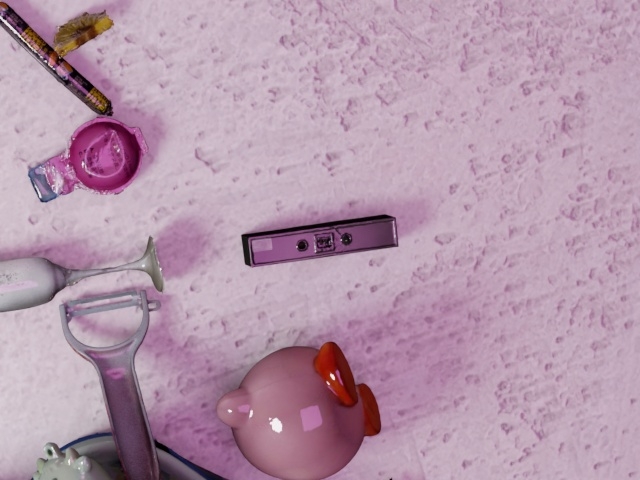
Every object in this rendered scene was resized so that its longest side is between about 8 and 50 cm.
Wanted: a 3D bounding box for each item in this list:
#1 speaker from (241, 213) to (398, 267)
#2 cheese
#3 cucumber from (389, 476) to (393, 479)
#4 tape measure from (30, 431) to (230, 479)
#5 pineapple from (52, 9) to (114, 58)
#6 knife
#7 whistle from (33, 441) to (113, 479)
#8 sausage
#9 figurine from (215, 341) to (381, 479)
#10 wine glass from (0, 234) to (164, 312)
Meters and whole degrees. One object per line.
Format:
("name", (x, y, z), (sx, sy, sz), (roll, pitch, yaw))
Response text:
("speaker", (0.000, 0.000, 1.935), (0.191, 0.046, 0.040), (-8, 96, -14))
("cheese", (-0.277, -0.092, 1.857), (0.145, 0.038, 0.095), (-24, 99, -5))
("cucumber", (0.034, 0.369, 1.978), (0.181, 0.053, 0.053), (-33, 102, -11))
("tape measure", (-0.239, 0.359, 1.860), (0.262, 0.138, 0.259), (37, 84, -15))
("pineapple", (-0.287, -0.247, 1.836), (0.083, 0.045, 0.019), (-37, 132, -20))
("knife", (-0.222, 0.184, 1.824), (0.123, 0.053, 0.278), (-12, 55, -10))
("whistle", (-0.248, 0.333, 1.731), (0.092, 0.110, 0.244), (-33, 99, -50))
("sausage", (-0.319, -0.216, 1.840), (0.198, 0.025, 0.028), (45, 86, -15))
("figurine", (-0.027, 0.213, 1.891), (0.173, 0.173, 0.173), (-1, 96, -15))
("wine glass", (-0.322, 0.047, 1.844), (0.262, 0.074, 0.074), (-9, 97, -14))
